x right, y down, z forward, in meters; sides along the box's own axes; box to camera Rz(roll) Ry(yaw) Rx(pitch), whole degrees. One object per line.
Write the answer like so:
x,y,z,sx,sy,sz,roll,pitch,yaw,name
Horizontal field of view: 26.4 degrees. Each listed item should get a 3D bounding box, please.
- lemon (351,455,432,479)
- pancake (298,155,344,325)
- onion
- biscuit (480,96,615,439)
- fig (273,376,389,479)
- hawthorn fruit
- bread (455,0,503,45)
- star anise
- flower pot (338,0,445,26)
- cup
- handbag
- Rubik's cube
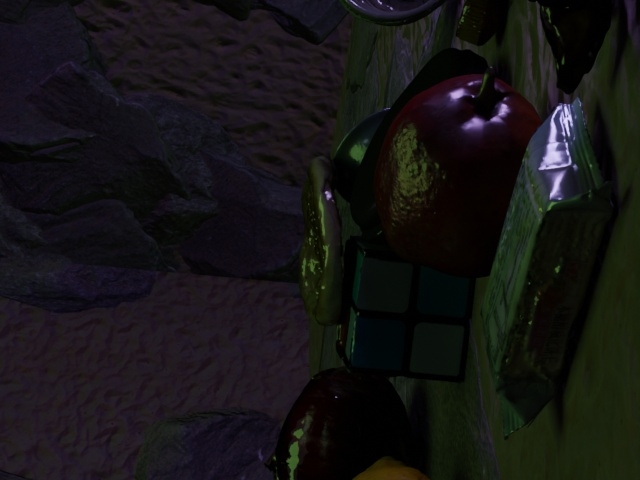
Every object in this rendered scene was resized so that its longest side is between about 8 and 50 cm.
0.093,0.407,1.818,0.188,0.188,0.257,103,174,-58,lemon
0.001,0.001,2.059,0.282,0.048,0.283,178,90,-82,pancake
0.056,0.356,2.203,0.314,0.232,0.314,7,-90,-70,onion
0.221,0.026,1.378,0.186,0.079,0.309,-89,6,-56,biscuit
0.044,0.362,2.509,0.217,0.216,0.321,148,146,-84,fig
0.165,-0.082,1.512,0.215,0.215,0.250,-91,16,-51,hawthorn fruit
0.221,-0.307,1.858,0.085,0.053,0.085,20,-90,-81,bread
0.253,-0.271,1.270,0.272,0.102,0.272,-1,-90,-70,star anise
0.134,-0.454,2.253,0.140,0.235,0.236,18,-103,-73,flower pot
0.133,-0.084,2.081,0.150,0.199,0.199,-116,27,-46,cup
0.142,-0.121,1.864,0.308,0.093,0.254,-49,21,50,handbag
0.118,0.095,1.957,0.180,0.167,0.184,-139,53,-82,Rubik's cube
